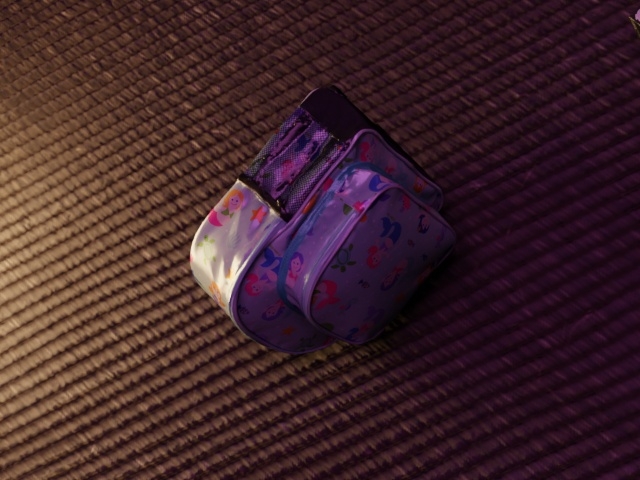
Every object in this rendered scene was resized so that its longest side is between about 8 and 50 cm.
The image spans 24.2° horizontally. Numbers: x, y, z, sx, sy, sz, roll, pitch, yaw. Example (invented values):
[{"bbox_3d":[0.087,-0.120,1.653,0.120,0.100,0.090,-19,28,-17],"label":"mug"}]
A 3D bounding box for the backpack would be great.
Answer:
[{"bbox_3d":[0.000,0.000,1.563,0.253,0.225,0.191,-45,54,6],"label":"backpack"}]

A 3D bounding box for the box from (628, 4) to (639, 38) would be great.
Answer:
[{"bbox_3d":[0.381,-0.226,1.581,0.062,0.052,0.083,-47,60,2],"label":"box"}]
